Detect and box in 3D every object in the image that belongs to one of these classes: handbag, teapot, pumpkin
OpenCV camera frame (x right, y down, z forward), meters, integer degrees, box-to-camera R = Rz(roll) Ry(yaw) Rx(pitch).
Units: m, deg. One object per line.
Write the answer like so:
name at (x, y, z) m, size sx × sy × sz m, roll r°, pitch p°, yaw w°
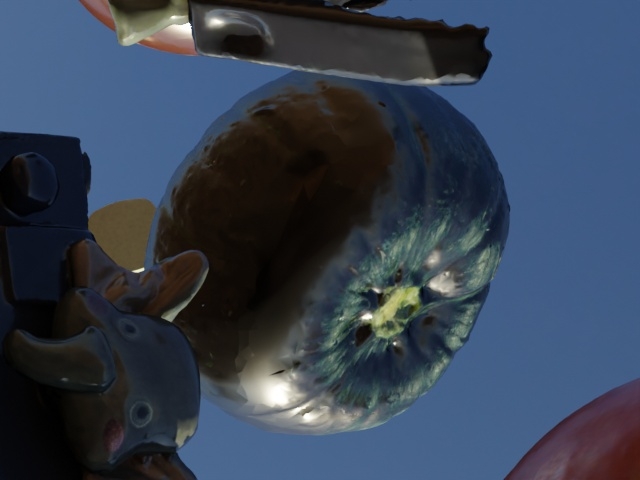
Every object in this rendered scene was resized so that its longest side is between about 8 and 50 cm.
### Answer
handbag at (-0.168, 0.091, 0.866) m, size 0.118 × 0.269 × 0.326 m, roll -28°, pitch -106°, yaw 38°
teapot at (-0.185, 0.042, 1.650) m, size 0.077 × 0.200 × 0.107 m, roll -19°, pitch -106°, yaw -12°
pumpkin at (0.000, 0.000, 1.358) m, size 0.238 × 0.315 × 0.315 m, roll 39°, pitch -73°, yaw 49°

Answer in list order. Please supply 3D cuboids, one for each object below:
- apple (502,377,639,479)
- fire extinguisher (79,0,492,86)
apple at (0.129, 0.115, 0.405) m, size 0.209 × 0.209 × 0.164 m, roll -13°, pitch -136°, yaw 36°
fire extinguisher at (-0.031, -0.143, 0.551) m, size 0.344 × 0.138 × 0.102 m, roll -110°, pitch -169°, yaw -50°
